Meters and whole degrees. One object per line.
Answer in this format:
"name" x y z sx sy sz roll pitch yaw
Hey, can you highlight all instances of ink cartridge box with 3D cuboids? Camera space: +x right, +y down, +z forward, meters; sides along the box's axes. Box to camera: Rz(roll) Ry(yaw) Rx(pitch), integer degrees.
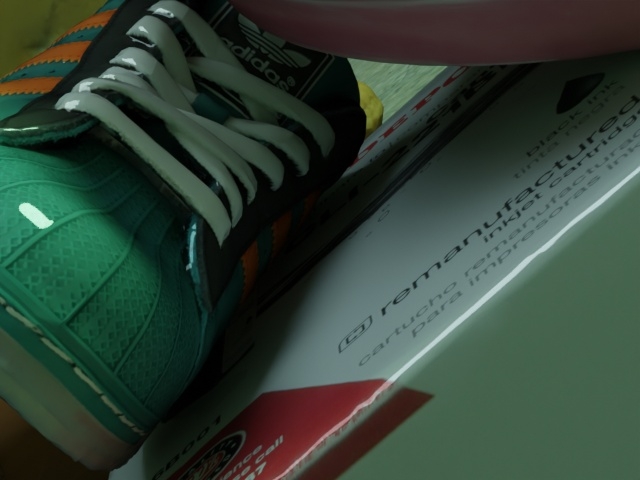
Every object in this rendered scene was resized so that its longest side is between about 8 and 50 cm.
"ink cartridge box" 0.045 0.040 0.489 0.197 0.114 0.273 -41 10 8

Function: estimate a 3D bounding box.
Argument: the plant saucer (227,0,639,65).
"plant saucer" 0.084 -0.140 0.489 0.332 0.084 0.332 -12 27 6

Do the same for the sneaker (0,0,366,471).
"sneaker" -0.051 -0.029 0.502 0.121 0.108 0.302 -47 8 7

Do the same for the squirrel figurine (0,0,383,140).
"squirrel figurine" -0.154 -0.039 1.121 0.397 0.281 0.370 -38 5 6

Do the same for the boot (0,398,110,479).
"boot" -0.130 0.077 0.639 0.283 0.109 0.220 -22 3 11
